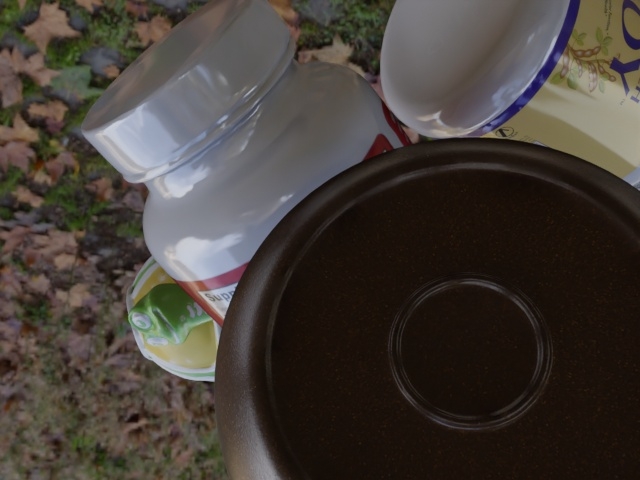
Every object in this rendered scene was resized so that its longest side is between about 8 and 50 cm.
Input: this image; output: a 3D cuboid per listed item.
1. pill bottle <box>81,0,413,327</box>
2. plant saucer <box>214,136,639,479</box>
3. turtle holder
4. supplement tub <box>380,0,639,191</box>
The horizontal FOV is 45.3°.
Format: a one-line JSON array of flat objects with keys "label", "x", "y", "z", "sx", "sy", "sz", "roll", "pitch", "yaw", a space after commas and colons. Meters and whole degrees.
[{"label": "pill bottle", "x": 0.000, "y": 0.000, "z": 0.667, "sx": 0.229, "sy": 0.229, "sz": 0.407, "roll": -26, "pitch": 119, "yaw": 25}, {"label": "plant saucer", "x": 0.083, "y": 0.066, "z": 0.433, "sx": 0.311, "sy": 0.310, "sz": 0.050, "roll": -10, "pitch": 156, "yaw": 7}, {"label": "turtle holder", "x": -0.135, "y": 0.096, "z": 1.031, "sx": 0.227, "sy": 0.320, "sz": 0.243, "roll": -14, "pitch": 116, "yaw": 4}, {"label": "supplement tub", "x": 0.259, "y": -0.184, "z": 0.852, "sx": 0.331, "sy": 0.241, "sz": 0.241, "roll": 17, "pitch": 137, "yaw": -33}]
